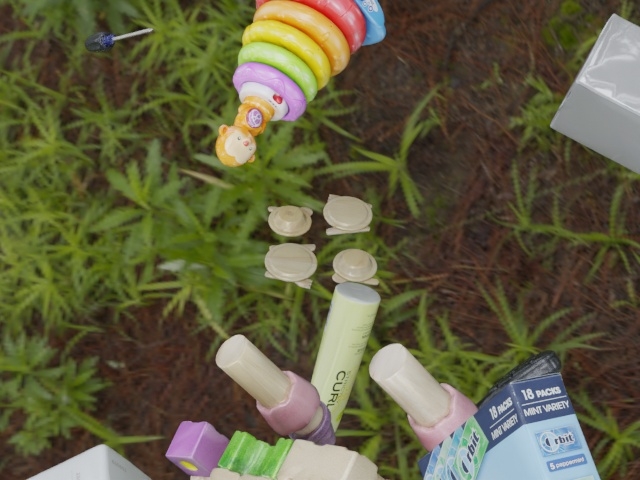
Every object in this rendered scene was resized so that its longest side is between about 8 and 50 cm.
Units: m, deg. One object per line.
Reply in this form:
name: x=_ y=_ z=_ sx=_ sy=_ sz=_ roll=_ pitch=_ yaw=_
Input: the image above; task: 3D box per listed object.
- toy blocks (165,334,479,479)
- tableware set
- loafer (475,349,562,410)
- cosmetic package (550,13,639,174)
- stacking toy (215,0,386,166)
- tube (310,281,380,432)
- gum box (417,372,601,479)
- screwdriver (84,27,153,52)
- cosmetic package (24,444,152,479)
toy blocks: x=0.003 y=0.287 z=1.168 sx=0.288 sy=0.260 sz=0.309 roll=-1 pitch=52 yaw=44
tableware set: x=0.000 y=0.000 z=1.473 sx=0.141 sy=0.020 sz=0.169 roll=2 pitch=44 yaw=-5
loafer: x=0.249 y=0.233 z=1.578 sx=0.078 sy=0.076 sz=0.223 roll=47 pitch=116 yaw=9
cosmetic package: x=0.379 y=-0.127 z=1.254 sx=0.238 sy=0.127 sz=0.107 roll=32 pitch=74 yaw=5
stacking toy: x=-0.057 y=-0.223 z=1.556 sx=0.165 sy=0.175 sz=0.302 roll=2 pitch=56 yaw=46
tube: x=0.022 y=0.173 z=1.548 sx=0.070 sy=0.062 sz=0.240 roll=9 pitch=112 yaw=-17
gum box: x=0.133 y=0.198 z=0.737 sx=0.041 sy=0.157 sz=0.184 roll=-8 pitch=65 yaw=-22
screwdriver: x=-0.226 y=-0.228 z=1.307 sx=0.170 sy=0.025 sz=0.024 roll=1 pitch=62 yaw=61
cosmetic package: x=-0.410 y=0.599 z=1.894 sx=0.393 sy=0.327 sz=0.329 roll=-26 pitch=47 yaw=12
